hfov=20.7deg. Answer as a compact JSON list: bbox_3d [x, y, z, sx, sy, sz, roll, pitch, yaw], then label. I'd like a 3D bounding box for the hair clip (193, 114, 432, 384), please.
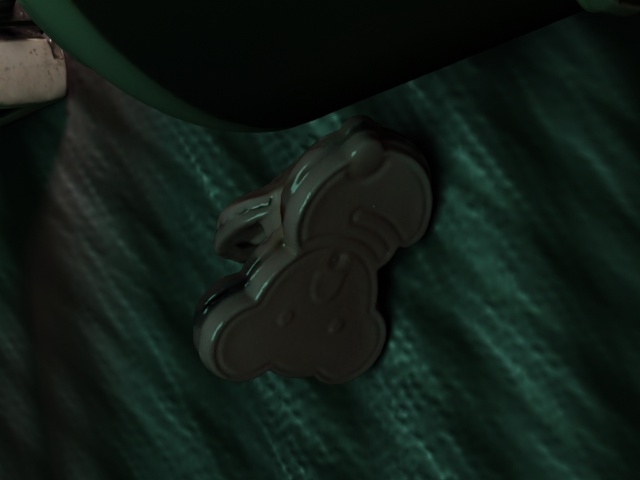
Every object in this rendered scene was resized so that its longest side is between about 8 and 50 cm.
[{"bbox_3d":[0.003,0.009,0.950,0.138,0.123,0.102,-35,57,36],"label":"hair clip"}]

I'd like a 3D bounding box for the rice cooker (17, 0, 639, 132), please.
[{"bbox_3d":[0.025,-0.238,0.777,0.325,0.335,0.335,-21,85,35],"label":"rice cooker"}]

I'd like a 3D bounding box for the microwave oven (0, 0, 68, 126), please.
[{"bbox_3d":[-0.380,-0.172,1.003,0.247,0.394,0.333,-26,82,34],"label":"microwave oven"}]
